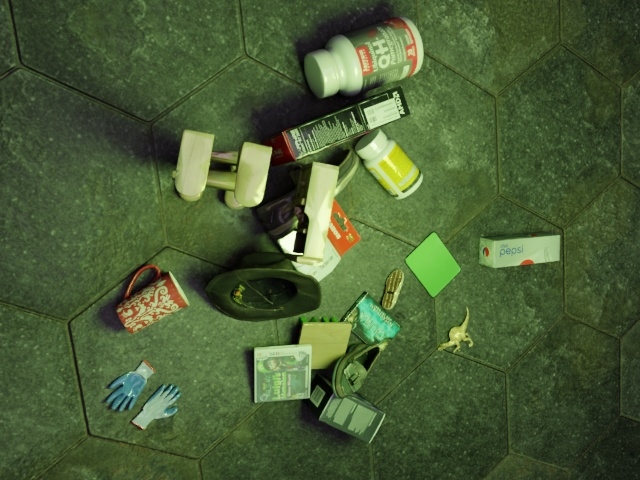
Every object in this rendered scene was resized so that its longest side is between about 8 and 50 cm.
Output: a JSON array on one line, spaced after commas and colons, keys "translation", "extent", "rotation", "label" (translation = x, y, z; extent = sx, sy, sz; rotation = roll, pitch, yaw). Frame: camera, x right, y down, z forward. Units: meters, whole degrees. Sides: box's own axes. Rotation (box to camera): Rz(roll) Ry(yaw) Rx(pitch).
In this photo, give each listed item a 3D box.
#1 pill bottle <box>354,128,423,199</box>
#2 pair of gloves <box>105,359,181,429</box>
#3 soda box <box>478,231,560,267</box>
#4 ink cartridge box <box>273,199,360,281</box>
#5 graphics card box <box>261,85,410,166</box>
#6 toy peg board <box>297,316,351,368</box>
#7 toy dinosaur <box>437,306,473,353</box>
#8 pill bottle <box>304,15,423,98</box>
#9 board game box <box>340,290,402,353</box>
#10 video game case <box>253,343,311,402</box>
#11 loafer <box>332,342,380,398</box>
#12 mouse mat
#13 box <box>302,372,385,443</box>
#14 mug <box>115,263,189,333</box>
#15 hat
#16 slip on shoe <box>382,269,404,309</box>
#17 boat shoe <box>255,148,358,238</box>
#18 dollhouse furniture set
[{"translation": [0.209, -0.236, 1.761], "extent": [0.208, 0.119, 0.119], "rotation": [45, 81, -22], "label": "pill bottle"}, {"translation": [-0.499, 0.447, 1.633], "extent": [0.159, 0.023, 0.198], "rotation": [-46, 110, -10], "label": "pair of gloves"}, {"translation": [0.700, 0.031, 2.013], "extent": [0.287, 0.091, 0.098], "rotation": [-4, 100, -21], "label": "soda box"}, {"translation": [0.000, 0.000, 1.749], "extent": [0.232, 0.066, 0.189], "rotation": [-38, 109, -8], "label": "ink cartridge box"}, {"translation": [0.039, -0.318, 1.619], "extent": [0.371, 0.233, 0.094], "rotation": [-26, 101, -17], "label": "graphics card box"}, {"translation": [-0.004, 0.313, 1.793], "extent": [0.161, 0.079, 0.160], "rotation": [3, 112, -21], "label": "toy peg board"}, {"translation": [0.490, 0.328, 1.995], "extent": [0.093, 0.053, 0.183], "rotation": [43, 81, -20], "label": "toy dinosaur"}, {"translation": [0.120, -0.519, 1.652], "extent": [0.319, 0.176, 0.176], "rotation": [-24, 106, -17], "label": "pill bottle"}, {"translation": [0.168, 0.271, 1.871], "extent": [0.186, 0.026, 0.126], "rotation": [44, 81, -21], "label": "board game box"}, {"translation": [-0.115, 0.405, 1.741], "extent": [0.173, 0.022, 0.190], "rotation": [-2, 113, -10], "label": "video game case"}, {"translation": [0.112, 0.385, 1.748], "extent": [0.084, 0.267, 0.096], "rotation": [-16, 103, 25], "label": "loafer"}, {"translation": [0.383, 0.083, 1.940], "extent": [0.153, 0.007, 0.189], "rotation": [-43, 109, -11], "label": "mouse mat"}, {"translation": [0.071, 0.526, 1.803], "extent": [0.207, 0.153, 0.108], "rotation": [32, 85, -24], "label": "box"}, {"translation": [-0.469, 0.162, 1.574], "extent": [0.169, 0.150, 0.113], "rotation": [-31, 144, -11], "label": "mug"}, {"translation": [-0.155, 0.112, 1.630], "extent": [0.332, 0.331, 0.133], "rotation": [20, 51, -23], "label": "hat"}, {"translation": [0.241, 0.162, 1.878], "extent": [0.041, 0.052, 0.135], "rotation": [29, 76, -62], "label": "slip on shoe"}, {"translation": [-0.038, -0.158, 1.668], "extent": [0.355, 0.132, 0.130], "rotation": [-43, 109, -11], "label": "boat shoe"}, {"translation": [-0.181, -0.094, 1.455], "extent": [0.395, 0.362, 0.256], "rotation": [10, 89, -14], "label": "dollhouse furniture set"}]
